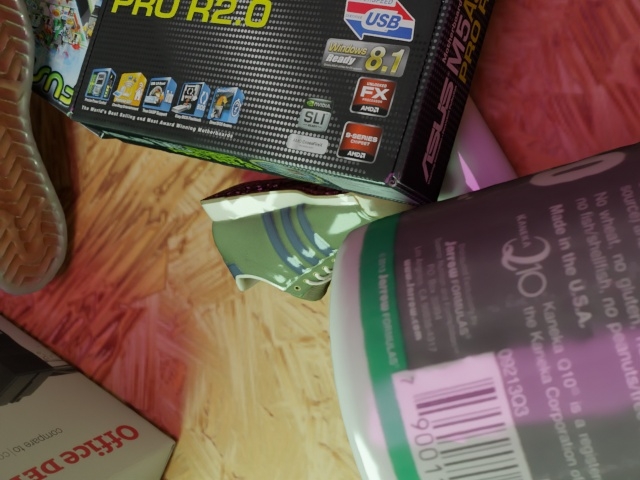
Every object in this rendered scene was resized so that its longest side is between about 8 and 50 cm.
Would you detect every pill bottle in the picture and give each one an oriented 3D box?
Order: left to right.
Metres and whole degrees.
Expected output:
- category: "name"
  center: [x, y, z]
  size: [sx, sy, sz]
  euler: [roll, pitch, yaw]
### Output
- category: "pill bottle"
  center: [0.204, 0.042, 0.445]
  size: [0.361, 0.204, 0.204]
  euler: [-16, 90, 17]

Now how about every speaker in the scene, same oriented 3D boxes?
- category: "speaker"
  center: [0.077, -0.081, 0.582]
  size: [0.055, 0.055, 0.136]
  euler: [-33, 82, 25]

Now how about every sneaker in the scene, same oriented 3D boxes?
- category: "sneaker"
  center: [-0.295, -0.101, 0.699]
  size: [0.121, 0.108, 0.302]
  euler: [16, 122, 33]
- category: "sneaker"
  center: [0.000, 0.000, 0.619]
  size: [0.192, 0.064, 0.086]
  euler: [-2, 108, 38]

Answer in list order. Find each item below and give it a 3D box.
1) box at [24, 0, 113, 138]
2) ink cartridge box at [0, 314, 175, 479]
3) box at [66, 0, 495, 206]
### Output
- category: "box"
  center: [-0.223, -0.183, 0.721]
  size: [0.207, 0.036, 0.114]
  euler: [33, 110, 18]
- category: "ink cartridge box"
  center: [-0.311, 0.163, 0.705]
  size: [0.307, 0.223, 0.129]
  euler: [30, 108, 19]
- category: "box"
  center: [-0.025, -0.153, 0.567]
  size: [0.270, 0.060, 0.216]
  euler: [15, 87, 31]
